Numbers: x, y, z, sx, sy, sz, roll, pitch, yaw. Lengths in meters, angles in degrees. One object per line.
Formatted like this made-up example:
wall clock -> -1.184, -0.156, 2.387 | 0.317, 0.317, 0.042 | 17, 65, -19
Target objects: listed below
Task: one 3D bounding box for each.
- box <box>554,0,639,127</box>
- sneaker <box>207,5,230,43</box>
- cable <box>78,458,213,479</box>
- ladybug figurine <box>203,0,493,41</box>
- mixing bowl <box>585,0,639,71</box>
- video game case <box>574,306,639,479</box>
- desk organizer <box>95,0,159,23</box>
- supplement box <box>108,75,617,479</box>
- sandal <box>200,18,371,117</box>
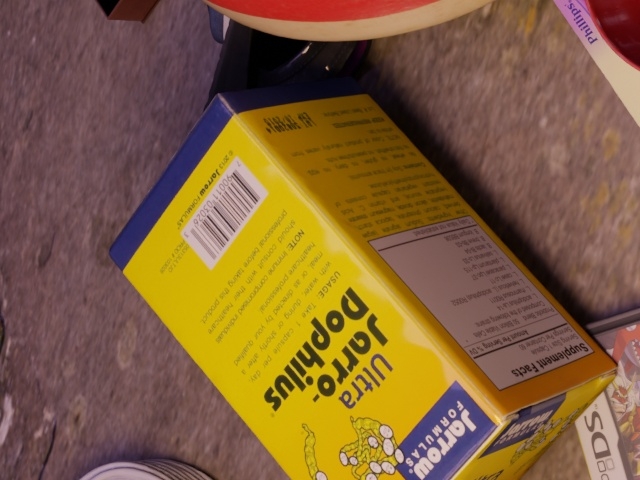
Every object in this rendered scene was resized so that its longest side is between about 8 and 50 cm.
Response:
box -> 0.315, -0.210, 1.415 | 0.243, 0.117, 0.213 | -45, 65, 33
sneaker -> -0.150, -0.338, 1.768 | 0.131, 0.148, 0.350 | 99, 160, -74
cable -> -0.170, 0.348, 1.899 | 0.257, 0.089, 0.257 | -6, 89, 40
ladybug figurine -> 0.025, -0.313, 1.448 | 0.449, 0.162, 0.305 | -14, 79, 29
mixing bowl -> 0.281, -0.199, 1.301 | 0.181, 0.098, 0.181 | 5, 97, 40
video game case -> 0.328, 0.159, 1.485 | 0.275, 0.035, 0.248 | -22, 79, 40
desk organizer -> -0.173, -0.278, 1.877 | 0.130, 0.050, 0.047 | -49, 63, 32
supplement box -> 0.031, 0.058, 1.557 | 0.356, 0.194, 0.195 | 49, 122, 19
sandal -> -0.029, -0.140, 1.717 | 0.107, 0.167, 0.445 | 28, 121, 11
